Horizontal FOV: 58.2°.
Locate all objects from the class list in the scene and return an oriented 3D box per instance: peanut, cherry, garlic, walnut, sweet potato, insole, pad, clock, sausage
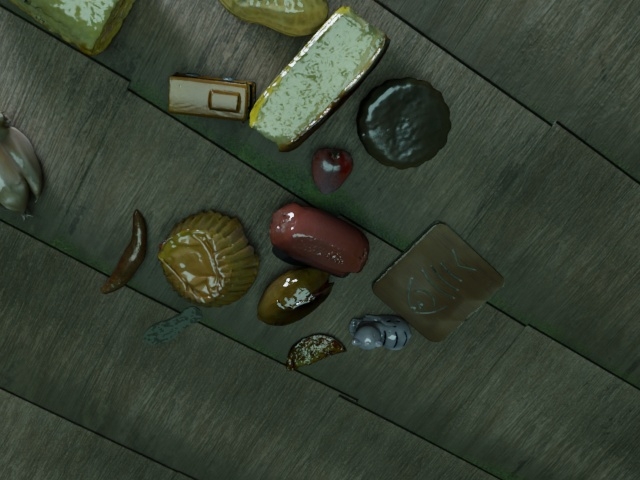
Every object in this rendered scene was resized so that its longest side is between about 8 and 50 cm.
[{"bbox_3d":[-0.127,-0.563,1.309,0.306,0.147,0.147,18,108,2],"label":"peanut"},{"bbox_3d":[0.024,-0.187,1.475,0.106,0.087,0.126,28,125,-17],"label":"cherry"},{"bbox_3d":[-0.842,-0.177,1.452,0.237,0.210,0.291,-12,108,-33],"label":"garlic"},{"bbox_3d":[-0.069,0.148,1.572,0.245,0.137,0.137,-33,107,9],"label":"walnut"},{"bbox_3d":[-0.518,0.045,1.564,0.078,0.058,0.255,29,103,10],"label":"sweet potato"},{"bbox_3d":[-0.021,0.048,1.601,0.232,0.003,0.080,18,109,-8],"label":"insole"},{"bbox_3d":[-0.427,0.248,1.663,0.193,0.006,0.065,-30,107,9],"label":"insole"},{"bbox_3d":[0.331,0.126,1.627,0.286,0.018,0.284,41,104,-14],"label":"pad"},{"bbox_3d":[0.173,0.269,1.623,0.176,0.117,0.080,2,110,-3],"label":"clock"},{"bbox_3d":[0.000,0.000,1.508,0.280,0.152,0.152,24,107,-14],"label":"sausage"}]

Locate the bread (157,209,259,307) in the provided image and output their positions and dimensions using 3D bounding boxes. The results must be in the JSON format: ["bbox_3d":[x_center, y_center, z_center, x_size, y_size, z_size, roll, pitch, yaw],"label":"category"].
[{"bbox_3d":[-0.301,0.063,1.527,0.274,0.149,0.274,2,108,5],"label":"bread"}]

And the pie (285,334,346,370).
[{"bbox_3d":[-0.027,0.323,1.685,0.191,0.033,0.088,-21,105,6],"label":"pie"}]

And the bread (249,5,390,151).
[{"bbox_3d":[0.000,-0.363,1.288,0.143,0.333,0.323,41,107,-12],"label":"bread"}]

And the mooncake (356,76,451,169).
[{"bbox_3d":[0.200,-0.292,1.425,0.228,0.124,0.228,-2,111,-6],"label":"mooncake"}]

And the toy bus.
[{"bbox_3d":[-0.261,-0.348,1.396,0.201,0.114,0.098,6,110,-3],"label":"toy bus"}]

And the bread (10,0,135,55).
[{"bbox_3d":[-0.610,-0.607,1.272,0.375,0.165,0.236,36,101,-12],"label":"bread"}]
